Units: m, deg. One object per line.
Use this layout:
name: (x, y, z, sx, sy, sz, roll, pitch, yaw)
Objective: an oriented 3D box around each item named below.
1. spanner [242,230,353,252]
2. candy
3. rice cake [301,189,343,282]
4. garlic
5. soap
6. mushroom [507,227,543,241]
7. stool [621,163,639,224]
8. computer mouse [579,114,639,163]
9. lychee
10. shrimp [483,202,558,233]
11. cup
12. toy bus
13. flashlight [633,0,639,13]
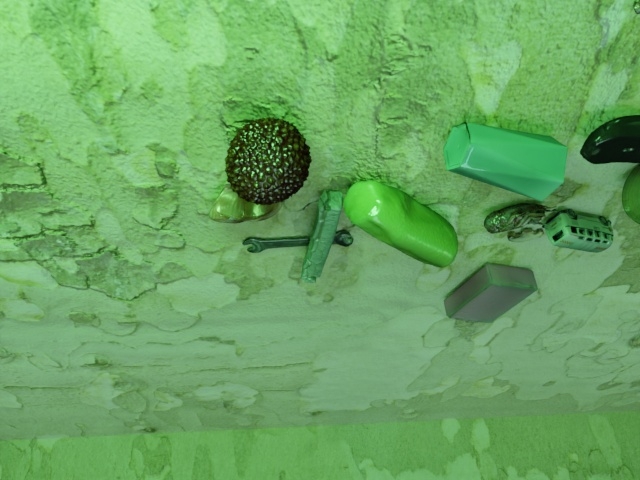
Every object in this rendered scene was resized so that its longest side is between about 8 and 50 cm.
spanner: (-0.061, 0.002, 1.680, 0.302, 0.017, 0.071, -5, 144, 2)
candy: (0.208, -0.033, 1.539, 0.343, 0.142, 0.132, 26, 150, -38)
rice cake: (0.000, 0.000, 1.612, 0.063, 0.066, 0.336, 11, 141, -3)
garlic: (-0.178, -0.081, 1.461, 0.174, 0.099, 0.124, -1, 163, -6)
soap: (0.535, 0.171, 1.960, 0.181, 0.081, 0.259, 7, 146, -19)
mushroom: (0.570, -0.015, 1.720, 0.101, 0.019, 0.049, -7, 149, 0)
stool: (0.884, -0.086, 1.491, 0.264, 0.179, 0.179, 17, 143, -31)
computer mouse: (0.661, -0.222, 1.345, 0.217, 0.073, 0.122, -2, 151, -15)
lychee: (-0.109, -0.165, 1.262, 0.188, 0.188, 0.188, -3, 148, -2)
shrimp: (0.520, -0.060, 1.600, 0.190, 0.075, 0.073, -16, 116, 0)
cup: (0.395, -0.179, 1.332, 0.236, 0.134, 0.148, 10, 143, -20)
toy bus: (0.702, -0.019, 1.663, 0.194, 0.089, 0.087, 9, 146, -22)
flashlight: (0.588, -0.425, 1.050, 0.110, 0.052, 0.031, -25, 107, 39)
